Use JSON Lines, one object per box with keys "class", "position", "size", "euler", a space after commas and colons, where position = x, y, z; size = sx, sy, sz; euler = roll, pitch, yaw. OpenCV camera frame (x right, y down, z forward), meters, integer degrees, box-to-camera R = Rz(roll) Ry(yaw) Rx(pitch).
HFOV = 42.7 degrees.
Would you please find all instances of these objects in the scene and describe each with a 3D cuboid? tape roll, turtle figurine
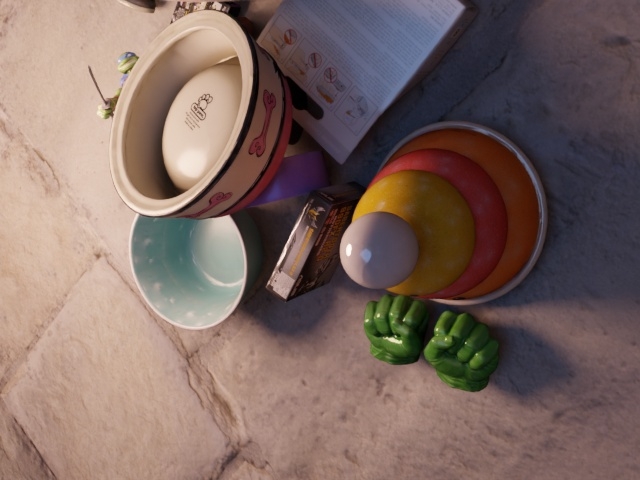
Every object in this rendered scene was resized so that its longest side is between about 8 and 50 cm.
{"class": "tape roll", "position": [-0.078, -0.122, 1.654], "size": [0.189, 0.189, 0.080], "euler": [-12, 94, 30]}
{"class": "turtle figurine", "position": [-0.366, -0.289, 1.760], "size": [0.266, 0.197, 0.274], "euler": [59, 152, -9]}

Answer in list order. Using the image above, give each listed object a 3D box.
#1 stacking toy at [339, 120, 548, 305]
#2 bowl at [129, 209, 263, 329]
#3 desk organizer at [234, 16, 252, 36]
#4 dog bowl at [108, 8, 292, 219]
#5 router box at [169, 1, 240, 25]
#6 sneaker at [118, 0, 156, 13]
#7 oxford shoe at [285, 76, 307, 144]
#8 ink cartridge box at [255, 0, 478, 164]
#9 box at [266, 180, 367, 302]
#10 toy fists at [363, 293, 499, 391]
{"class": "stacking toy", "position": [0.157, -0.017, 1.375], "size": [0.350, 0.480, 0.351], "euler": [6, 102, 29]}
{"class": "bowl", "position": [-0.247, 0.027, 1.792], "size": [0.311, 0.163, 0.312], "euler": [6, 102, 29]}
{"class": "desk organizer", "position": [-0.177, -0.404, 1.734], "size": [0.047, 0.050, 0.130], "euler": [-130, 38, -49]}
{"class": "dog bowl", "position": [-0.224, -0.223, 1.574], "size": [0.408, 0.150, 0.408], "euler": [-15, 66, 38]}
{"class": "router box", "position": [-0.264, -0.452, 1.776], "size": [0.133, 0.046, 0.179], "euler": [33, 114, 19]}
{"class": "sneaker", "position": [-0.432, -0.606, 1.819], "size": [0.222, 0.083, 0.118], "euler": [43, 116, 17]}
{"class": "oxford shoe", "position": [-0.077, -0.300, 1.692], "size": [0.076, 0.076, 0.212], "euler": [-5, 87, 37]}
{"class": "ink cartridge box", "position": [0.066, -0.390, 1.581], "size": [0.308, 0.091, 0.385], "euler": [46, 118, 13]}
{"class": "box", "position": [0.000, 0.000, 1.639], "size": [0.056, 0.183, 0.231], "euler": [35, 114, 20]}
{"class": "toy fists", "position": [0.209, 0.192, 1.588], "size": [0.279, 0.096, 0.142], "euler": [18, 126, 26]}
